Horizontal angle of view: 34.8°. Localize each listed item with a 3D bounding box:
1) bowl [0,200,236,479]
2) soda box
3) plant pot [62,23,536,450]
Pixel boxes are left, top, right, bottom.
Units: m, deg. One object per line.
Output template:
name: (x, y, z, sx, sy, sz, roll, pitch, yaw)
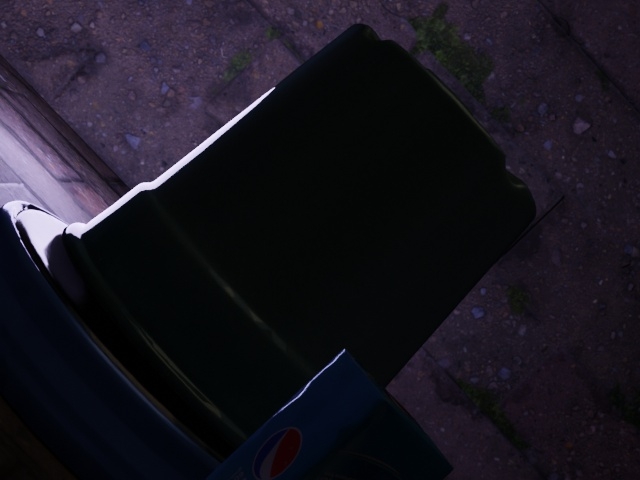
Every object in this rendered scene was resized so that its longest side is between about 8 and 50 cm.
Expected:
bowl: (-0.168, 0.119, 0.916, 0.391, 0.077, 0.391, 47, 0, 0)
soda box: (-0.032, 0.164, 0.571, 0.067, 0.210, 0.071, 46, -1, -26)
plant pot: (0.000, 0.000, 0.969, 0.341, 0.334, 0.341, 47, 0, 0)
